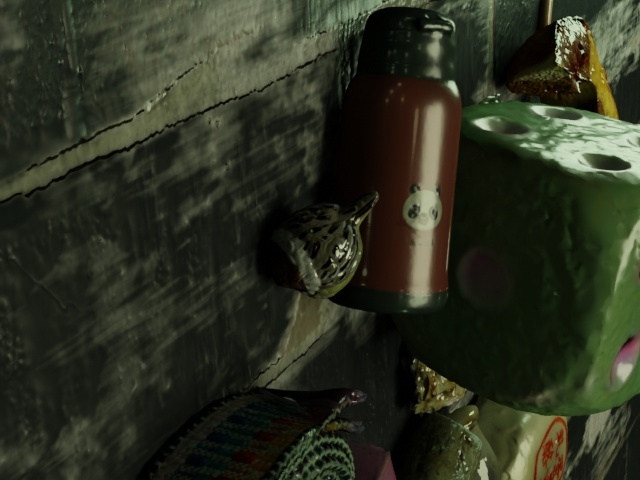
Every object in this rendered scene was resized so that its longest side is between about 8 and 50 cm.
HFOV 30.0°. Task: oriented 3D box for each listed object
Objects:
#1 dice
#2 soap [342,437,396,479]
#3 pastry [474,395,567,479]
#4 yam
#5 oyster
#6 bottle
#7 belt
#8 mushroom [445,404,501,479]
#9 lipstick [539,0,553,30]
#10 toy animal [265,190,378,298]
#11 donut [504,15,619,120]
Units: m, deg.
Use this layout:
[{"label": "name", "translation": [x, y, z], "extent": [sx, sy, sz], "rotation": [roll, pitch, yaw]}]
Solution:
[{"label": "dice", "translation": [0.294, 0.013, 1.512], "extent": [0.330, 0.322, 0.318], "rotation": [-19, 125, -49]}, {"label": "soap", "translation": [0.043, 0.396, 1.478], "extent": [0.181, 0.081, 0.259], "rotation": [-57, 145, -38]}, {"label": "pastry", "translation": [0.308, 0.354, 1.923], "extent": [0.265, 0.133, 0.265], "rotation": [-28, 124, -52]}, {"label": "yam", "translation": [0.154, 0.328, 1.641], "extent": [0.194, 0.107, 0.107], "rotation": [-62, 147, -33]}, {"label": "oyster", "translation": [0.177, 0.153, 1.664], "extent": [0.163, 0.081, 0.191], "rotation": [36, 54, -50]}, {"label": "bottle", "translation": [0.090, -0.091, 1.339], "extent": [0.144, 0.144, 0.336], "rotation": [-4, 102, -62]}, {"label": "belt", "translation": [-0.060, 0.280, 1.158], "extent": [0.295, 0.160, 0.207], "rotation": [-39, 132, -51]}, {"label": "mushroom", "translation": [0.227, 0.420, 1.765], "extent": [0.109, 0.097, 0.352], "rotation": [-1, 84, -30]}, {"label": "lipstick", "translation": [0.358, -0.339, 1.905], "extent": [0.019, 0.019, 0.094], "rotation": [-16, 112, -60]}, {"label": "toy animal", "translation": [0.000, 0.000, 1.236], "extent": [0.137, 0.098, 0.098], "rotation": [-54, 166, 30]}, {"label": "donut", "translation": [0.361, -0.263, 1.829], "extent": [0.295, 0.112, 0.151], "rotation": [28, 52, -58]}]
